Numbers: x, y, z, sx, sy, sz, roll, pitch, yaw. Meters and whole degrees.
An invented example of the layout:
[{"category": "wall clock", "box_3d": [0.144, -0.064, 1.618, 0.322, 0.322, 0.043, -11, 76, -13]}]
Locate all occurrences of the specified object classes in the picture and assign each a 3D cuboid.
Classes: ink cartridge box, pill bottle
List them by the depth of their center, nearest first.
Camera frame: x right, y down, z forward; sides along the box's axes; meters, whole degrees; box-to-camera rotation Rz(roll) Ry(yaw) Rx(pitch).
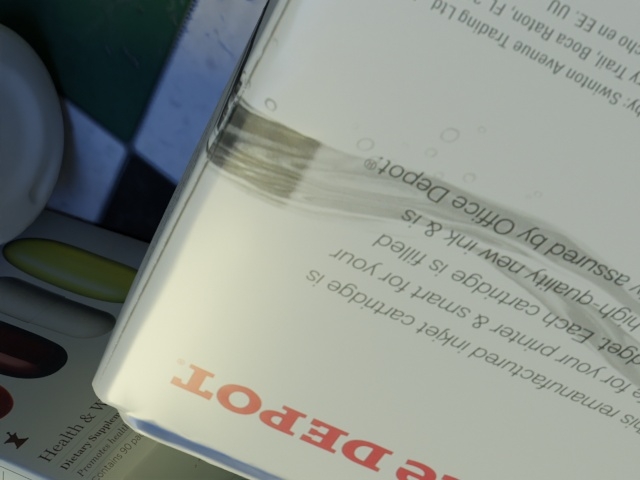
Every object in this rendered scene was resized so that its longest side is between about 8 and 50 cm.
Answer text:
[{"category": "ink cartridge box", "box_3d": [0.085, -0.038, 0.389, 0.223, 0.129, 0.307, 25, 124, -10]}, {"category": "pill bottle", "box_3d": [-0.267, -0.060, 0.635, 0.221, 0.124, 0.124, 4, 118, 30]}]

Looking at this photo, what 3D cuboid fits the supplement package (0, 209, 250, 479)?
[{"category": "supplement package", "box_3d": [-0.142, 0.102, 0.607, 0.203, 0.194, 0.149, 17, 122, 21]}]
